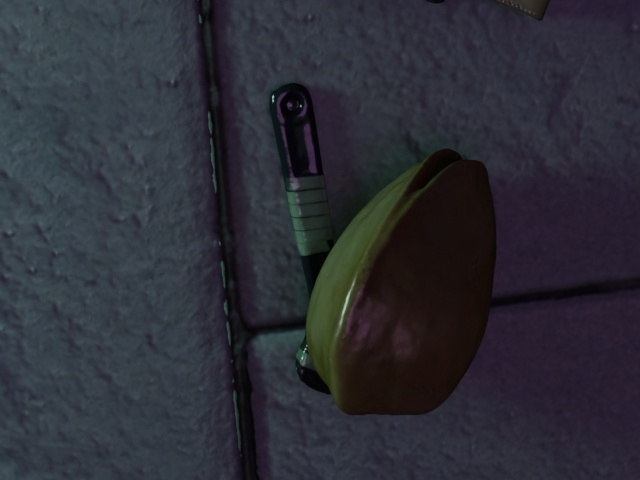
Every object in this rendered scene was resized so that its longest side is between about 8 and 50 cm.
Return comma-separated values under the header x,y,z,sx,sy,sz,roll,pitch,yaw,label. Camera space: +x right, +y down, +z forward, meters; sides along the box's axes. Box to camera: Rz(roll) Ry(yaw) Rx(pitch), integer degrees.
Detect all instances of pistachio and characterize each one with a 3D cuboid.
x,y,z,sx,sy,sz,roll,pitch,yaw,label
0.079,0.038,1.670,0.163,0.213,0.260,16,92,18,pistachio

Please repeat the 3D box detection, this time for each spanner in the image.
x,y,z,sx,sy,sz,roll,pitch,yaw,label
0.000,0.000,1.726,0.087,0.024,0.316,-12,108,-10,spanner

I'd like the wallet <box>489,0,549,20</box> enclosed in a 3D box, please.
x,y,z,sx,sy,sz,roll,pitch,yaw,label
0.187,-0.293,1.660,0.110,0.039,0.155,19,103,-20,wallet

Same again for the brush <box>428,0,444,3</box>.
x,y,z,sx,sy,sz,roll,pitch,yaw,label
0.085,-0.249,1.668,0.083,0.008,0.024,36,99,-19,brush
